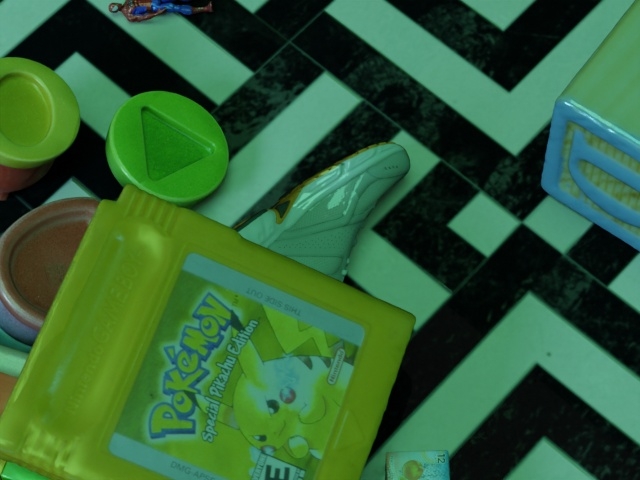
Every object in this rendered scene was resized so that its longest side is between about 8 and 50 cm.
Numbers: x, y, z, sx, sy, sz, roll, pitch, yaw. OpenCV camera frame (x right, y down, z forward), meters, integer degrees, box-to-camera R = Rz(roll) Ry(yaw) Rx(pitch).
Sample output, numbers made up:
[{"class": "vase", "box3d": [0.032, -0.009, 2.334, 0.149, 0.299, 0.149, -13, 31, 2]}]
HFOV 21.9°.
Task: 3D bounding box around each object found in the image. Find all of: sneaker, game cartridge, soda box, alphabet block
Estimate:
[{"class": "sneaker", "box3d": [0.000, 0.000, 1.679, 0.262, 0.099, 0.121, -35, 95, -23]}, {"class": "game cartridge", "box3d": [-0.101, 0.129, 1.516, 0.324, 0.052, 0.285, 25, 65, -9]}, {"class": "soda box", "box3d": [0.093, 0.290, 1.540, 0.063, 0.058, 0.183, -1, 65, 1]}, {"class": "alphabet block", "box3d": [0.356, -0.116, 1.656, 0.192, 0.193, 0.197, 35, 70, 16]}]

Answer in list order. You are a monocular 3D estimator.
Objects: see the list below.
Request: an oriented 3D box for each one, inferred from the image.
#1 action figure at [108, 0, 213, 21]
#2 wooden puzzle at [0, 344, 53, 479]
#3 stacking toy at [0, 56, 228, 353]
[{"class": "action figure", "box3d": [-0.178, -0.264, 1.837, 0.115, 0.030, 0.038, -8, 69, 0]}, {"class": "wooden puzzle", "box3d": [-0.359, 0.228, 1.492, 0.348, 0.080, 0.322, 15, 66, 9]}, {"class": "stacking toy", "box3d": [-0.237, -0.020, 1.704, 0.280, 0.130, 0.309, 1, 64, -27]}]
